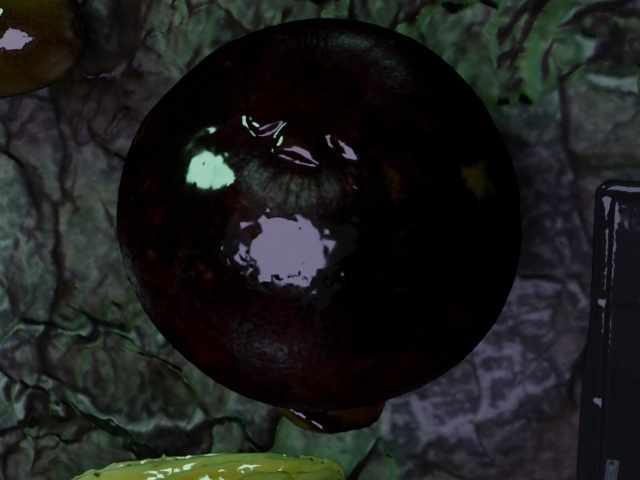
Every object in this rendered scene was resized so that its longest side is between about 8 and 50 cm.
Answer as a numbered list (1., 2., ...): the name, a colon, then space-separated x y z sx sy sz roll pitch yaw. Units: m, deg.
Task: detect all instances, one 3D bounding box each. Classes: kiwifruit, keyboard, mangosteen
1. kiwifruit: -0.207 -0.126 1.054 0.124 0.075 0.075 -3 106 23
2. keyboard: 0.207 0.151 1.026 0.103 0.041 0.381 6 102 17
3. mangosteen: 0.000 0.000 0.964 0.228 0.228 0.265 19 151 12

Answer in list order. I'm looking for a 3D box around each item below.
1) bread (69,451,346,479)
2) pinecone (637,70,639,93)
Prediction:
1. bread: -0.084 0.223 1.064 0.250 0.179 0.133 -8 108 20
2. pinecone: 0.285 -0.076 0.795 0.246 0.292 0.246 1 85 -6
